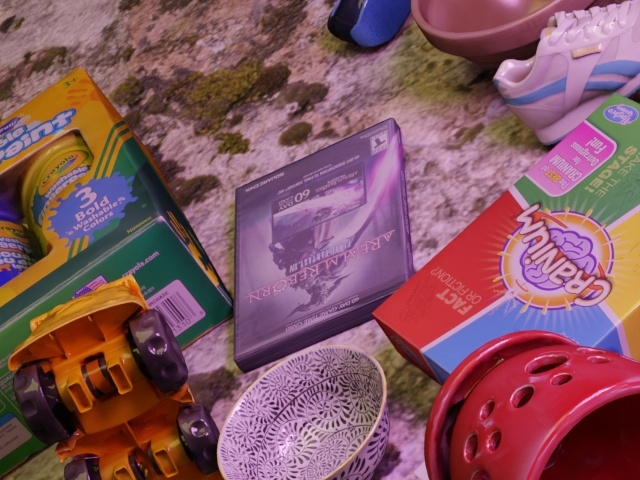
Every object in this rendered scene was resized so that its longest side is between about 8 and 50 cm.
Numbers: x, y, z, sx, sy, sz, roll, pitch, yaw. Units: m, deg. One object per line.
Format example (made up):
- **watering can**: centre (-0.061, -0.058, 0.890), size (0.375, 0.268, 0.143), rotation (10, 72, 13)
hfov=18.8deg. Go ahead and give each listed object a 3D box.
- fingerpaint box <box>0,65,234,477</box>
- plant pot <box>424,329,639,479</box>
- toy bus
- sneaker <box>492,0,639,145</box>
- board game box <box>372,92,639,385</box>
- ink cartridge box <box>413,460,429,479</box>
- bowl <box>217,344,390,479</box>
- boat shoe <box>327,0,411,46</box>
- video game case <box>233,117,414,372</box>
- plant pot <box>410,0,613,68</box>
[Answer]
- **fingerpaint box**: centre (-0.358, 0.060, 2.087), size (0.445, 0.163, 0.371), rotation (-35, 35, 1)
- **plant pot**: centre (0.186, 0.165, 1.487), size (0.191, 0.191, 0.174), rotation (-42, 32, -8)
- **toy bus**: centre (-0.188, 0.146, 1.835), size (0.149, 0.220, 0.211), rotation (-25, 15, 1)
- **sneaker**: centre (0.263, -0.182, 1.846), size (0.229, 0.092, 0.087), rotation (-38, 16, 35)
- **board game box**: centre (0.232, 0.025, 1.717), size (0.316, 0.064, 0.242), rotation (-42, 35, -9)
- **ink cartridge box**: centre (0.122, 0.205, 1.631), size (0.048, 0.028, 0.083), rotation (-43, 36, -10)
- **bowl**: centre (0.001, 0.181, 1.716), size (0.170, 0.080, 0.170), rotation (-23, 37, 19)
- **boat shoe**: centre (0.086, -0.338, 2.230), size (0.089, 0.109, 0.258), rotation (9, 52, 50)
- **video game case**: centre (0.000, 0.000, 1.978), size (0.196, 0.026, 0.274), rotation (-24, 36, 17)
- **plant pot**: centre (0.222, -0.253, 2.007), size (0.237, 0.110, 0.237), rotation (-24, 35, 18)
